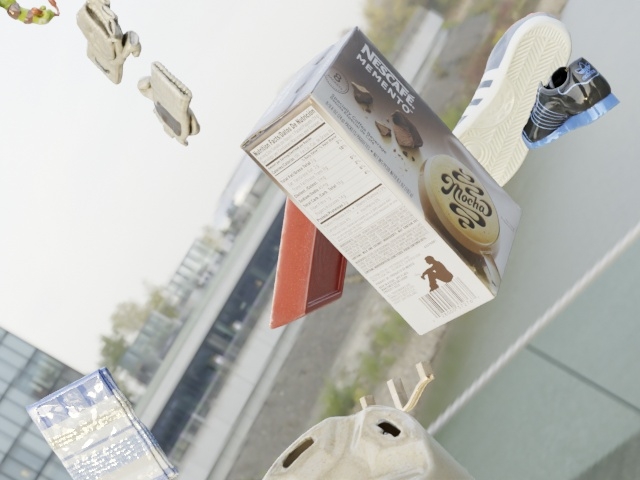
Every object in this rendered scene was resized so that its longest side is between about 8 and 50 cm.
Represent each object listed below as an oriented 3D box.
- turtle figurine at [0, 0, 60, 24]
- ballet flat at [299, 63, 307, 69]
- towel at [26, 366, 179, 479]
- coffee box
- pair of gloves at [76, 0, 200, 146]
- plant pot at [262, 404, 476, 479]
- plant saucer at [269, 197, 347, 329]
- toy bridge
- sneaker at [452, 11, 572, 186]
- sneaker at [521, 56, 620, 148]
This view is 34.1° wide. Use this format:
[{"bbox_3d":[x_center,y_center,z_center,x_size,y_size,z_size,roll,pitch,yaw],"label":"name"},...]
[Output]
[{"bbox_3d":[-0.519,-0.360,1.519,0.087,0.269,0.217,-47,26,25],"label":"turtle figurine"},{"bbox_3d":[-0.016,-0.316,2.027,0.168,0.057,0.052,70,-162,-76],"label":"ballet flat"},{"bbox_3d":[-0.446,0.412,2.142,0.209,0.285,0.034,-29,12,15],"label":"towel"},{"bbox_3d":[0.075,-0.066,1.157,0.119,0.297,0.168,-33,17,38],"label":"coffee box"},{"bbox_3d":[-0.259,-0.247,1.510,0.042,0.240,0.204,-43,-10,-16],"label":"pair of gloves"},{"bbox_3d":[0.092,0.362,1.166,0.333,0.305,0.334,-27,28,15],"label":"plant pot"},{"bbox_3d":[0.000,0.000,1.640,0.259,0.047,0.258,-14,-67,-71],"label":"plant saucer"},{"bbox_3d":[0.144,0.282,1.903,0.188,0.026,0.063,-38,61,42],"label":"toy bridge"},{"bbox_3d":[0.309,-0.227,1.767,0.350,0.131,0.148,-59,9,25],"label":"sneaker"},{"bbox_3d":[0.357,-0.206,1.561,0.081,0.090,0.232,-35,2,-20],"label":"sneaker"}]
